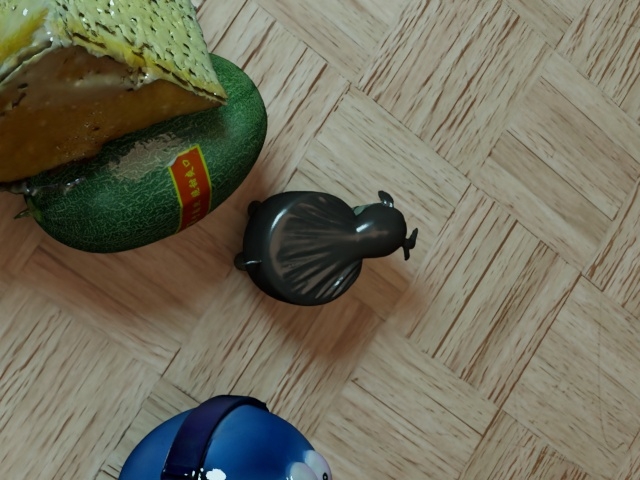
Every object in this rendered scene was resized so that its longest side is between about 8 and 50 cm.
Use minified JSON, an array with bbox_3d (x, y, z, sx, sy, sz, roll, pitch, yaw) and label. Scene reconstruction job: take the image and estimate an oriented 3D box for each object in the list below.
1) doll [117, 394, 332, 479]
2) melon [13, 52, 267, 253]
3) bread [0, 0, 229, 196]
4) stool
[{"bbox_3d":[-0.094,0.317,1.636,0.284,0.240,0.310,-47,136,-58],"label":"doll"},{"bbox_3d":[-0.187,-0.087,1.576,0.287,0.182,0.182,-28,106,-19],"label":"melon"},{"bbox_3d":[-0.281,-0.152,1.484,0.279,0.315,0.248,11,50,-44],"label":"bread"},{"bbox_3d":[0.000,0.000,1.707,0.217,0.121,0.125,-16,100,-22],"label":"stool"}]
